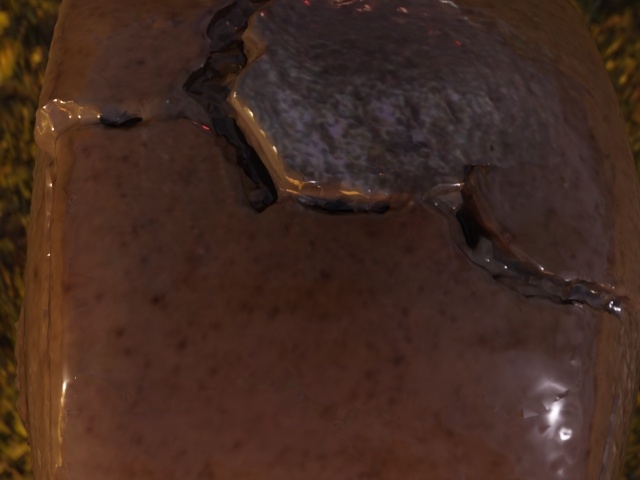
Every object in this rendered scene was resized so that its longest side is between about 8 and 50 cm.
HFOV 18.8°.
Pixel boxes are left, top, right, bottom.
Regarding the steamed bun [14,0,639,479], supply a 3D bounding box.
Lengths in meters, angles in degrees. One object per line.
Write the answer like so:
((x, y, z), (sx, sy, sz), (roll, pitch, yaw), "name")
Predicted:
((0.000, 0.000, 0.722), (0.252, 0.199, 0.301), (-1, 62, 1), "steamed bun")
